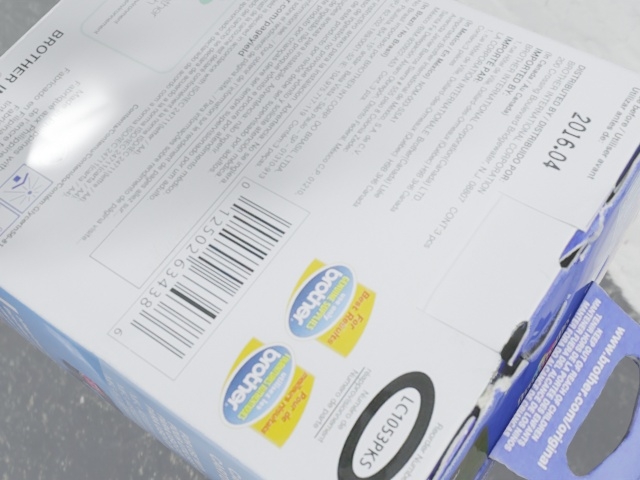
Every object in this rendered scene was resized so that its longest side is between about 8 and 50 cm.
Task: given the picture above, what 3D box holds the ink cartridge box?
[{"bbox_3d":[0.000,0.000,0.451,0.395,0.151,0.270,29,69,24],"label":"ink cartridge box"}]
